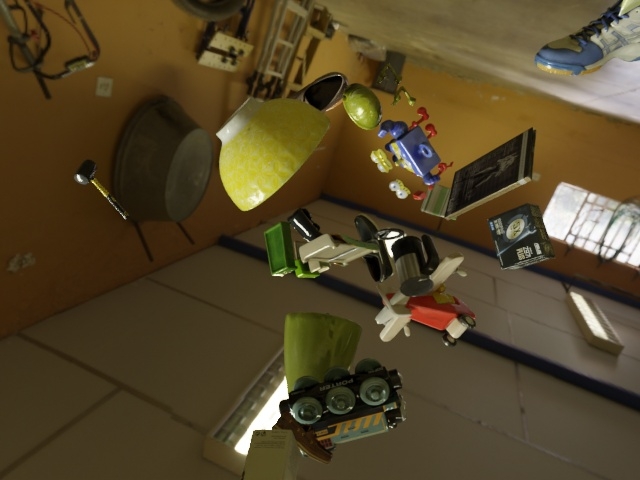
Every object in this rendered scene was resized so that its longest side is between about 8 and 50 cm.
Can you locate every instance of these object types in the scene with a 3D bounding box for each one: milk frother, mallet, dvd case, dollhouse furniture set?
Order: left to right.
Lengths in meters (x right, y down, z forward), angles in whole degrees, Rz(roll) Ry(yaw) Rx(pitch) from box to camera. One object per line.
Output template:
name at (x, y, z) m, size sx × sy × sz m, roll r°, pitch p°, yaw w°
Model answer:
mallet at (-0.570, -0.120, 1.142) m, size 0.039 × 0.189 × 0.062 m, roll -9°, pitch -140°, yaw 16°
dollhouse furniture set at (0.000, 0.000, 1.329) m, size 0.198 × 0.151 × 0.302 m, roll 7°, pitch 156°, yaw -42°
milk frother at (0.205, 0.047, 1.073) m, size 0.143 × 0.129 × 0.134 m, roll 5°, pitch -132°, yaw -12°
dvd case at (0.386, -0.148, 0.996) m, size 0.018 × 0.221 × 0.164 m, roll 36°, pitch -126°, yaw -17°

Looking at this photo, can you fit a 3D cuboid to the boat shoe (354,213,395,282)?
boat shoe at (0.165, 0.024, 1.411) m, size 0.079 × 0.232 × 0.084 m, roll -26°, pitch -175°, yaw -32°

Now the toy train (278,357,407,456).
toy train at (0.063, 0.441, 1.145) m, size 0.334 × 0.190 × 0.142 m, roll -16°, pitch -165°, yaw 1°

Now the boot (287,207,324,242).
boot at (-0.043, -0.038, 1.806) m, size 0.207 × 0.094 × 0.246 m, roll 48°, pitch 175°, yaw -1°

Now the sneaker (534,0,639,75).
sneaker at (0.593, -0.439, 0.908) m, size 0.297 × 0.130 × 0.111 m, roll -17°, pitch -131°, yaw -7°

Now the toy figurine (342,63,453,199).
toy figurine at (0.229, -0.262, 1.076) m, size 0.362 × 0.191 × 0.217 m, roll 55°, pitch 179°, yaw -17°

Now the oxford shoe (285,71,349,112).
oxford shoe at (-0.072, -0.410, 1.367) m, size 0.130 × 0.364 × 0.132 m, roll 51°, pitch -170°, yaw -6°

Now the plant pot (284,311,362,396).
plant pot at (-0.011, 0.424, 1.472) m, size 0.275 × 0.293 × 0.274 m, roll 8°, pitch 156°, yaw 4°

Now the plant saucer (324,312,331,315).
plant saucer at (0.042, 0.395, 1.862) m, size 0.029 × 0.168 × 0.168 m, roll -17°, pitch -146°, yaw -24°

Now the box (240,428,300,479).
box at (-0.112, 0.534, 0.872) m, size 0.094 × 0.113 × 0.275 m, roll -3°, pitch -145°, yaw 11°

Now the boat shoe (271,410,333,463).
boat shoe at (-0.034, 0.477, 1.049) m, size 0.178 × 0.060 × 0.064 m, roll 40°, pitch 162°, yaw -14°

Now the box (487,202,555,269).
box at (0.643, -0.009, 1.399) m, size 0.078 × 0.180 × 0.147 m, roll 4°, pitch 159°, yaw -39°

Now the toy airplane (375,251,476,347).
toy airplane at (0.379, 0.225, 1.671) m, size 0.387 × 0.384 × 0.272 m, roll -17°, pitch -142°, yaw 10°

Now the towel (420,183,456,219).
towel at (0.461, -0.146, 1.634) m, size 0.152 × 0.113 × 0.023 m, roll 14°, pitch -164°, yaw -17°

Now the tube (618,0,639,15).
tube at (0.404, -0.387, 0.479) m, size 0.070 × 0.240 × 0.062 m, roll 2°, pitch -129°, yaw 13°

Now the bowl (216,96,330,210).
bowl at (-0.135, -0.224, 0.970) m, size 0.156 × 0.289 × 0.289 m, roll 43°, pitch -169°, yaw -21°
